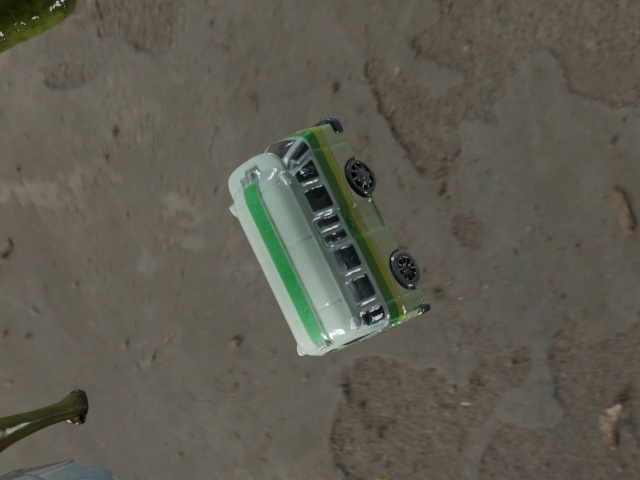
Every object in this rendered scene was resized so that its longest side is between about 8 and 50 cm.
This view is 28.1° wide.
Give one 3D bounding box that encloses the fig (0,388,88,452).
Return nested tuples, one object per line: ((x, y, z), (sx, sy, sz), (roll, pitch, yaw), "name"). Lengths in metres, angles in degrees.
((-0.263, 0.167, 0.886), (0.259, 0.151, 0.151), (-11, 84, -32), "fig")

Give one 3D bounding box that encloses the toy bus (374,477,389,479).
((0.085, 0.348, 1.394), (0.128, 0.262, 0.150), (15, 77, 24), "toy bus")

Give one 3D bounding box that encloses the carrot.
((-0.444, -0.227, 1.545), (0.358, 0.074, 0.074), (-39, 90, -29), "carrot")

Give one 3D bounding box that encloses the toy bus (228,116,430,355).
((0.000, 0.000, 1.586), (0.165, 0.134, 0.276), (-21, 83, -49), "toy bus")

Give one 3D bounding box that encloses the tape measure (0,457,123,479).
((-0.221, 0.331, 1.179), (0.147, 0.275, 0.256), (-19, 120, -30), "tape measure")
